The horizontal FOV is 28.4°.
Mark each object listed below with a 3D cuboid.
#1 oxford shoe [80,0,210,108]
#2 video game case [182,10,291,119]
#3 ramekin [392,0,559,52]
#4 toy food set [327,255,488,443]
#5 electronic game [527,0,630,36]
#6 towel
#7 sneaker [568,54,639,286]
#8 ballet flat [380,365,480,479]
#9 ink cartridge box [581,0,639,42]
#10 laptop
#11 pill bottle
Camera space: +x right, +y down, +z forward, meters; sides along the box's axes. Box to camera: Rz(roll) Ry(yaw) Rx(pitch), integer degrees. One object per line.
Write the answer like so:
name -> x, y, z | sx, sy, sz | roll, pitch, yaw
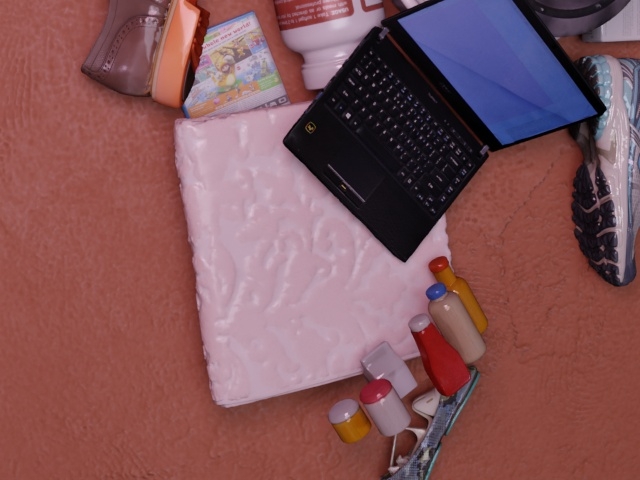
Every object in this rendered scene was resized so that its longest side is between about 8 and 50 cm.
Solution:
oxford shoe -> -0.171, -0.334, 1.370 | 0.133, 0.130, 0.363 | 13, 90, 1
video game case -> -0.101, -0.166, 1.463 | 0.119, 0.015, 0.166 | -23, 103, -6
ramekin -> 0.187, -0.350, 1.428 | 0.277, 0.135, 0.277 | -2, 99, -10
toy food set -> 0.098, 0.125, 1.436 | 0.232, 0.111, 0.104 | -36, 110, -16
electronic game -> 0.257, -0.332, 1.349 | 0.229, 0.048, 0.229 | -4, 103, -17
towel -> 0.000, 0.000, 1.463 | 0.317, 0.053, 0.331 | -12, 102, -21
sneaker -> 0.376, -0.084, 1.523 | 0.122, 0.110, 0.283 | -7, 100, -13
ballet flat -> 0.129, 0.229, 1.549 | 0.070, 0.070, 0.188 | 26, 90, -14
ink cartridge box -> 0.398, -0.315, 1.533 | 0.179, 0.045, 0.145 | -6, 100, -28
laptop -> 0.139, -0.125, 1.378 | 0.264, 0.136, 0.234 | -51, 124, -8
pill bottle -> 0.004, -0.284, 1.410 | 0.121, 0.121, 0.216 | -14, 101, -9
